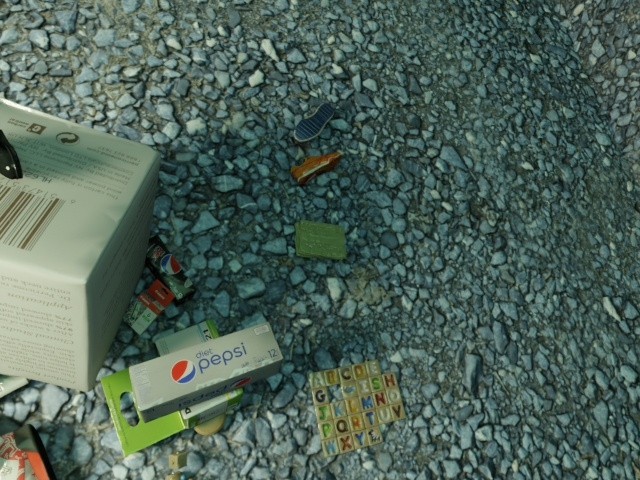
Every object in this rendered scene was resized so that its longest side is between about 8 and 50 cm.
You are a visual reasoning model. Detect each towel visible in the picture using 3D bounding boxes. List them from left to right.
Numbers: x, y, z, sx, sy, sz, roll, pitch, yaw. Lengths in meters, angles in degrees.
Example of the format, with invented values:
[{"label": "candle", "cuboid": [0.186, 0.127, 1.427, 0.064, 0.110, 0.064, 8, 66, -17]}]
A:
[{"label": "towel", "cuboid": [0.000, 0.000, 1.317, 0.148, 0.027, 0.110, 5, 67, -16]}]

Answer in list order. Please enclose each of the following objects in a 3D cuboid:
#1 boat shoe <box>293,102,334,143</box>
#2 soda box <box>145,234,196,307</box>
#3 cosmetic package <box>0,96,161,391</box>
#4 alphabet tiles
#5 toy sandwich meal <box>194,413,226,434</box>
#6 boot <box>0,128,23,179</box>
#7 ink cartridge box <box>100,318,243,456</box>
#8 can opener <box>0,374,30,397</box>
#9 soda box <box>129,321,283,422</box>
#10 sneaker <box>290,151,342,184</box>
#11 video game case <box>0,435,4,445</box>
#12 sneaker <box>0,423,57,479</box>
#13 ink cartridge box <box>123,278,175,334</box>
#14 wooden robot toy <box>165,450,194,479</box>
[{"label": "boat shoe", "cuboid": [-0.024, -0.337, 1.420, 0.066, 0.066, 0.183, 44, 56, -1]}, {"label": "soda box", "cuboid": [-0.369, 0.073, 1.138, 0.053, 0.060, 0.169, -34, 84, -30]}, {"label": "cosmetic package", "cuboid": [-0.522, 0.020, 0.873, 0.329, 0.394, 0.328, 18, 45, -12]}, {"label": "alphabet tiles", "cuboid": [0.099, 0.414, 1.197, 0.237, 0.009, 0.199, -6, 71, -21]}, {"label": "toy sandwich meal", "cuboid": [-0.256, 0.395, 1.068, 0.085, 0.029, 0.086, 7, 70, -19]}, {"label": "boot", "cuboid": [-0.508, -0.122, 0.695, 0.099, 0.045, 0.121, -21, 55, -40]}, {"label": "ink cartridge box", "cuboid": [-0.321, 0.312, 1.019, 0.255, 0.097, 0.189, -19, 64, -26]}, {"label": "can opener", "cuboid": [-0.588, 0.240, 0.972, 0.283, 0.095, 0.076, -29, 80, -27]}, {"label": "soda box", "cuboid": [-0.225, 0.263, 0.957, 0.286, 0.098, 0.091, -15, 61, -22]}, {"label": "sneaker", "cuboid": [-0.010, -0.227, 1.386, 0.175, 0.064, 0.067, -28, 71, -29]}, {"label": "video game case", "cuboid": [-0.672, 0.399, 0.867, 0.157, 0.019, 0.143, 12, 56, 34]}, {"label": "sneaker", "cuboid": [-0.567, 0.500, 0.881, 0.144, 0.090, 0.270, -24, 75, -25]}, {"label": "ink cartridge box", "cuboid": [-0.394, 0.152, 1.084, 0.063, 0.029, 0.115, 42, 95, 1]}, {"label": "wooden robot toy", "cuboid": [-0.274, 0.530, 1.000, 0.079, 0.076, 0.174, 4, 63, -56]}]
